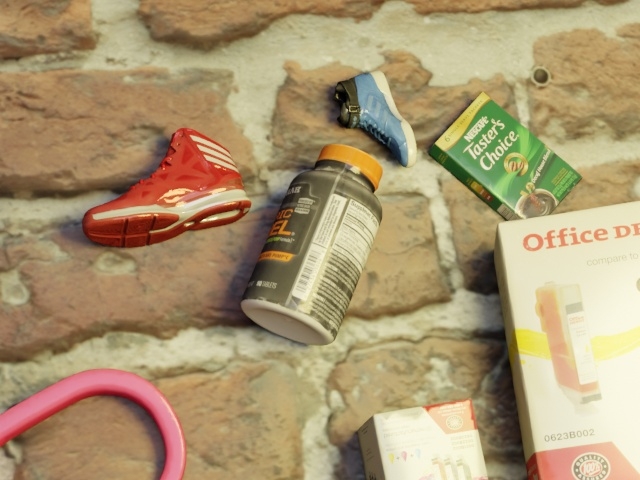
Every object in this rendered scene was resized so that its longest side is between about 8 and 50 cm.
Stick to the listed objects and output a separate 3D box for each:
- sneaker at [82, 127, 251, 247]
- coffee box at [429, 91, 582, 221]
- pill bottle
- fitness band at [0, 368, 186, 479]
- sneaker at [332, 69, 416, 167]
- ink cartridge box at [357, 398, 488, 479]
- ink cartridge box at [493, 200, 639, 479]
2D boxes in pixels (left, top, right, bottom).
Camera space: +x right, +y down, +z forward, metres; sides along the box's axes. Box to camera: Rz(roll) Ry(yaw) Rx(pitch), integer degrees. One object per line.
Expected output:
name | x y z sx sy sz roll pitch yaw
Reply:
sneaker | -0.211 -0.071 1.622 0.221 0.087 0.128 -8 65 -23
coffee box | 0.253 -0.105 1.706 0.184 0.040 0.113 43 72 6
pill bottle | 0.000 0.000 1.592 0.130 0.130 0.246 22 71 -1
fitness band | -0.302 0.280 1.503 0.290 0.054 0.209 -30 78 -16
sneaker | 0.068 -0.157 1.686 0.084 0.058 0.152 -16 71 -18
ink cartridge box | 0.129 0.298 1.518 0.128 0.127 0.176 -8 75 -11
ink cartridge box | 0.380 0.153 1.554 0.279 0.160 0.385 -9 73 4
